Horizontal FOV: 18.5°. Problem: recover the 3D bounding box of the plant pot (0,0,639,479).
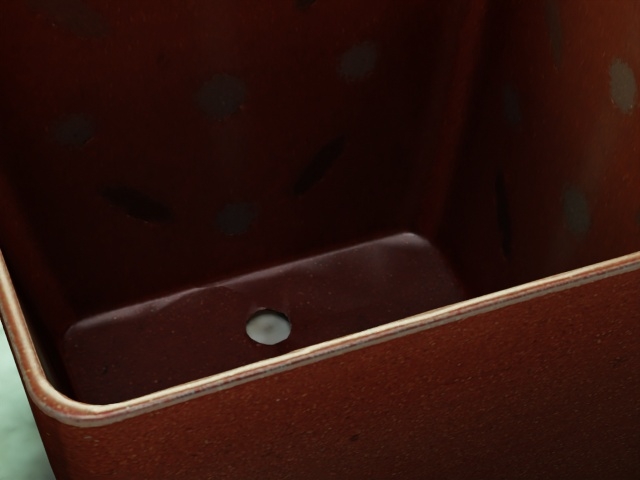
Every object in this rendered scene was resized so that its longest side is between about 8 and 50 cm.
[{"bbox_3d":[0.000,0.000,0.718,0.267,0.236,0.267,-15,51,-15],"label":"plant pot"}]
